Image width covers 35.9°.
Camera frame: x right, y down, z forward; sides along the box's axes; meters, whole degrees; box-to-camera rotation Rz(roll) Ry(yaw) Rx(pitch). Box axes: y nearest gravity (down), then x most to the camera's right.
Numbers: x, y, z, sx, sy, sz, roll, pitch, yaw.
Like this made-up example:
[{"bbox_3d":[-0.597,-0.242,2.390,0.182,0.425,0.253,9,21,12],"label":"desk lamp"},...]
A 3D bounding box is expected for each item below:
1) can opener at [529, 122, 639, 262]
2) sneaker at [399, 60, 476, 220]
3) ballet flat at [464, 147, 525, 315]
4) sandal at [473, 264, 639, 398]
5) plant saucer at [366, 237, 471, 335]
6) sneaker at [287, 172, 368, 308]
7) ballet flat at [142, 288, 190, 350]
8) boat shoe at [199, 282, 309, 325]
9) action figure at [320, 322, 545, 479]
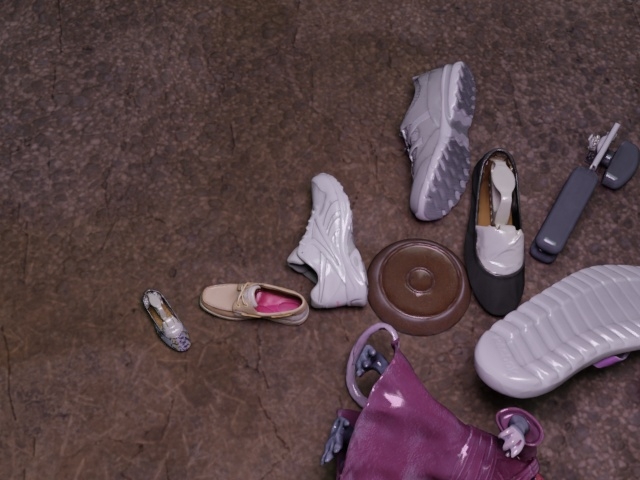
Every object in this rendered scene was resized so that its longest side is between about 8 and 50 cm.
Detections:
[{"bbox_3d":[0.433,-0.078,1.600,0.093,0.074,0.280,33,67,12],"label":"can opener"},{"bbox_3d":[0.183,-0.159,1.637,0.115,0.105,0.281,-2,63,35],"label":"sneaker"},{"bbox_3d":[0.276,-0.024,1.555,0.095,0.096,0.280,1,64,-3],"label":"ballet flat"},{"bbox_3d":[0.391,0.139,1.479,0.416,0.102,0.169,-15,46,-26],"label":"sandal"},{"bbox_3d":[0.155,0.067,1.544,0.169,0.029,0.168,1,65,-1],"label":"plant saucer"},{"bbox_3d":[0.000,0.000,1.539,0.115,0.090,0.232,-11,64,-4],"label":"sneaker"},{"bbox_3d":[-0.237,0.118,1.497,0.041,0.041,0.114,-32,70,-16],"label":"ballet flat"},{"bbox_3d":[-0.101,0.089,1.505,0.170,0.059,0.063,6,64,0],"label":"boat shoe"},{"bbox_3d":[0.186,0.313,1.375,0.370,0.275,0.248,25,102,-7],"label":"action figure"}]
